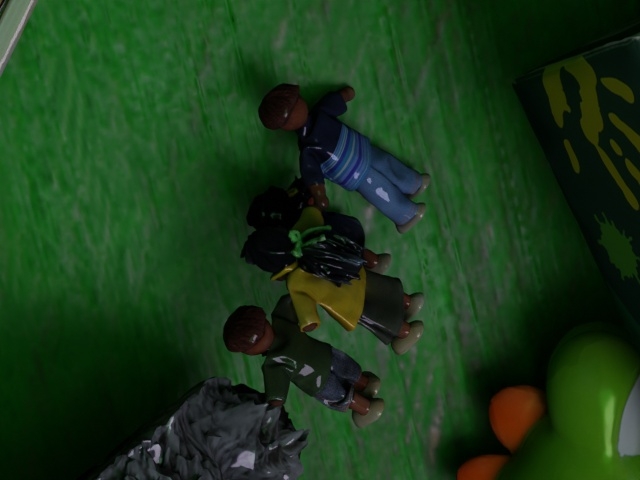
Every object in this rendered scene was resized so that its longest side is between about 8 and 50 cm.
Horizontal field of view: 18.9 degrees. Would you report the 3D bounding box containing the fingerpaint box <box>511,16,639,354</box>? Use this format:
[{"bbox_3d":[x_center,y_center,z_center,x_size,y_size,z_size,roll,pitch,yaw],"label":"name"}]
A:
[{"bbox_3d":[0.383,-0.017,0.961,0.445,0.163,0.371,-26,95,-15],"label":"fingerpaint box"}]

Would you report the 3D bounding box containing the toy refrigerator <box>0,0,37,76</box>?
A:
[{"bbox_3d":[-0.188,-0.143,0.955,0.102,0.094,0.269,26,95,-17],"label":"toy refrigerator"}]

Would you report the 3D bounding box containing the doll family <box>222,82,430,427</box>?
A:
[{"bbox_3d":[0.000,0.000,1.008,0.111,0.193,0.076,31,128,-26],"label":"doll family"}]

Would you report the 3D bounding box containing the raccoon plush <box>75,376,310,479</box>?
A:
[{"bbox_3d":[-0.071,0.273,0.914,0.216,0.446,0.299,-39,90,31],"label":"raccoon plush"}]

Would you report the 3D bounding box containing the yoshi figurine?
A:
[{"bbox_3d":[0.198,0.227,1.079,0.203,0.203,0.362,-6,101,-28],"label":"yoshi figurine"}]
